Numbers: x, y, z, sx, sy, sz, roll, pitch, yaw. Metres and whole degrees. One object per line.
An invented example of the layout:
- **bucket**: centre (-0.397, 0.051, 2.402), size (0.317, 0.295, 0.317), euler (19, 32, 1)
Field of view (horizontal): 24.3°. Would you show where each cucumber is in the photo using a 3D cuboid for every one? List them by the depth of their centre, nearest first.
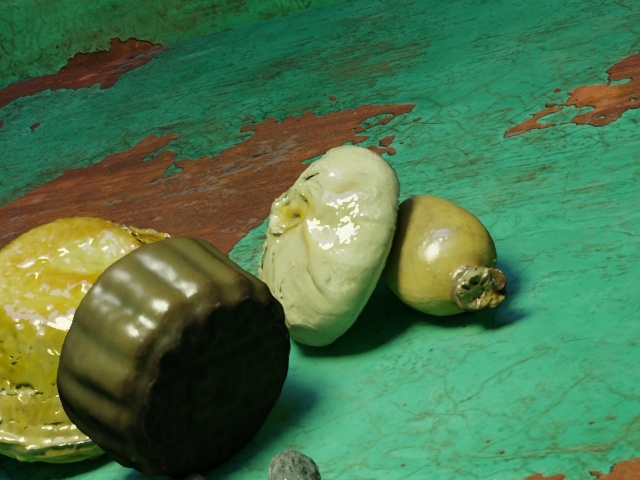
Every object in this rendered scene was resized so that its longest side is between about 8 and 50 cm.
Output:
- **cucumber**: centre (-0.028, 0.289, 1.695), size (0.064, 0.064, 0.112), euler (-21, 24, 3)

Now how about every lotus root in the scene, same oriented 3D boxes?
- **lotus root**: centre (0.151, 0.016, 2.002), size (0.146, 0.131, 0.303), euler (-67, 21, 9)

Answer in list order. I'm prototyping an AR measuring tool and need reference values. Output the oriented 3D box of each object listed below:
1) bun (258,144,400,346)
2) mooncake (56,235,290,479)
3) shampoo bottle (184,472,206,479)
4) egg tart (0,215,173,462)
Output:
- **bun**: centre (0.000, 0.000, 2.022), size (0.146, 0.287, 0.287), euler (19, 21, -14)
- **mooncake**: centre (-0.175, 0.150, 1.829), size (0.161, 0.290, 0.290), euler (29, 53, 37)
- **shampoo bottle**: centre (-0.183, 0.338, 1.749), size (0.080, 0.040, 0.165), euler (-7, 29, 33)
- **egg tart**: centre (-0.345, 0.107, 2.071), size (0.443, 0.178, 0.443), euler (-5, 42, 4)
